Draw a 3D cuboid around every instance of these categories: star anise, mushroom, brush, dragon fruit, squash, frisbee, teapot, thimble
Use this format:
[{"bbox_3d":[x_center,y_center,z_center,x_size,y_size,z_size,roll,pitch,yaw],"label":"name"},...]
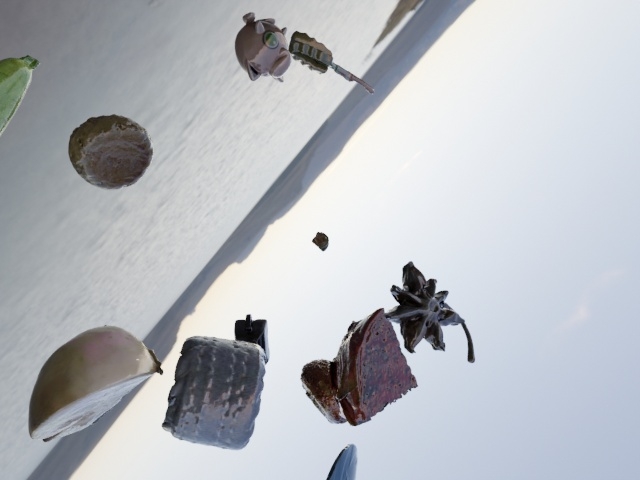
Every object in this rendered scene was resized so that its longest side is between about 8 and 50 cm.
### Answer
[{"bbox_3d":[0.325,0.243,1.349,0.316,0.359,0.139,-9,168,-23],"label":"star anise"},{"bbox_3d":[-0.455,0.247,0.771,0.236,0.162,0.173,-40,159,13],"label":"mushroom"},{"bbox_3d":[0.043,-0.513,1.251,0.071,0.301,0.084,-37,-140,47],"label":"brush"},{"bbox_3d":[0.130,0.407,1.225,0.302,0.240,0.330,-57,176,-35],"label":"dragon fruit"},{"bbox_3d":[-0.710,-0.248,0.861,0.370,0.118,0.118,-63,-168,-14],"label":"squash"},{"bbox_3d":[0.068,0.796,1.342,0.289,0.049,0.289,-36,132,-53],"label":"frisbee"},{"bbox_3d":[-0.180,0.275,1.083,0.096,0.087,0.177,-88,178,-75],"label":"teapot"},{"bbox_3d":[-0.208,0.288,0.844,0.236,0.172,0.205,-111,-140,-73],"label":"thimble"}]

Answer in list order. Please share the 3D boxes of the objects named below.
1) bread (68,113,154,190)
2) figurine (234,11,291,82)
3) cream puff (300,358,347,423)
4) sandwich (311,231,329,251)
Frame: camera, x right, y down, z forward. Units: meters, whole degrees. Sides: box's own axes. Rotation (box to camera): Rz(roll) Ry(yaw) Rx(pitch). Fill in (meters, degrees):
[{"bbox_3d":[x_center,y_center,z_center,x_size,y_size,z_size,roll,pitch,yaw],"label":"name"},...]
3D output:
[{"bbox_3d":[-0.596,-0.258,1.211,0.230,0.123,0.230,-32,148,-23],"label":"bread"},{"bbox_3d":[-0.124,-0.415,0.922,0.125,0.138,0.125,-10,-170,2],"label":"figurine"},{"bbox_3d":[0.033,0.526,1.495,0.164,0.240,0.240,-38,-177,-25],"label":"cream puff"},{"bbox_3d":[0.003,0.003,1.667,0.026,0.069,0.101,-62,-179,35],"label":"sandwich"}]
